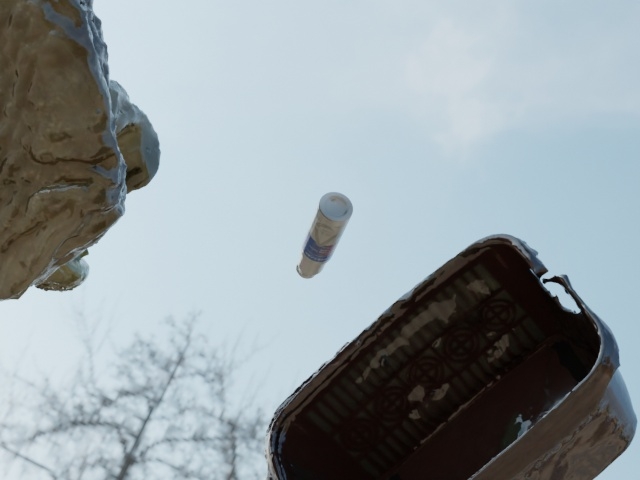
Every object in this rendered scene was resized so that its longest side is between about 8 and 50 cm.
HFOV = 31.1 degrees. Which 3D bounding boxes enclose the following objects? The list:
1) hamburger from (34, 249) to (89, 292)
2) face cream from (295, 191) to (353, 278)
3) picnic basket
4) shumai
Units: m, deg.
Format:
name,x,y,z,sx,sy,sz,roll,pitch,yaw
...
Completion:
name,x,y,z,sx,sy,sz,roll,pitch,yaw
hamburger,-0.402,-0.059,1.483,0.277,0.195,0.318,28,-6,-7
face cream,0.000,0.000,1.115,0.034,0.034,0.130,24,-32,-1
picnic basket,0.109,0.155,0.929,0.297,0.222,0.129,-41,-52,6
shumai,-0.238,-0.129,1.040,0.267,0.262,0.314,25,-64,18
